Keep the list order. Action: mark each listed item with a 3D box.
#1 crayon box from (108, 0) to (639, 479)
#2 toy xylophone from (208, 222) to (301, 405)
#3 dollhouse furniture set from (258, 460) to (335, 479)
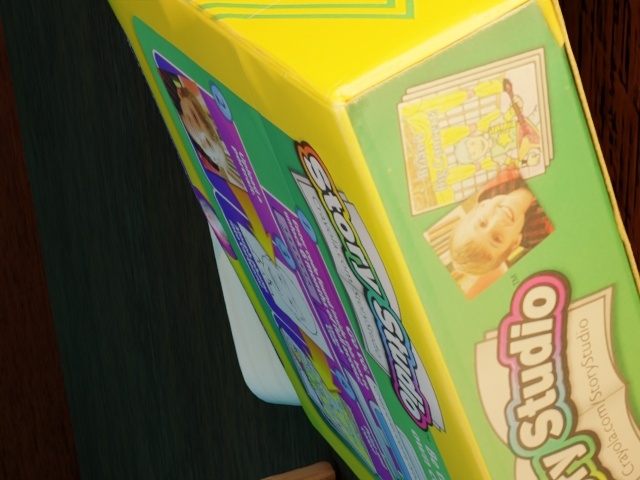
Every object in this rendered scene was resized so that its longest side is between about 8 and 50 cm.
[{"bbox_3d":[0.039,0.009,0.798,0.313,0.106,0.363,41,158,55],"label":"crayon box"},{"bbox_3d":[0.000,0.000,1.260,0.236,0.081,0.323,9,110,48],"label":"toy xylophone"},{"bbox_3d":[-0.041,0.485,1.501,0.362,0.256,0.394,-121,22,-46],"label":"dollhouse furniture set"}]
